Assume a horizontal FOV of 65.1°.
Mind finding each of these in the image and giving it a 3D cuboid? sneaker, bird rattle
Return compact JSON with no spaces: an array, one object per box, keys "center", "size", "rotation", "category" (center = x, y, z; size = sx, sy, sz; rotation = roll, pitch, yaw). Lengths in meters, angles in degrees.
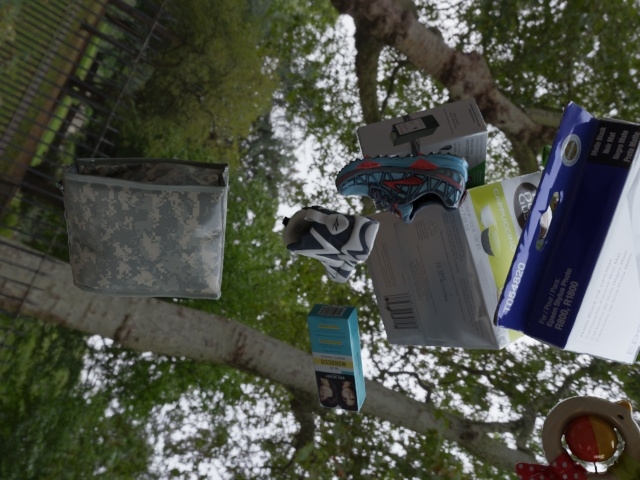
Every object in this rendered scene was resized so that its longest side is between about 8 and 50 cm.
[{"center":[0.145,-0.095,0.957],"size":[0.261,0.104,0.125],"rotation":[-2,-104,26],"category":"sneaker"},{"center":[0.476,0.383,0.887],"size":[0.253,0.143,0.207],"rotation":[-12,-106,27],"category":"bird rattle"},{"center":[0.000,0.000,0.902],"size":[0.235,0.152,0.094],"rotation":[128,-17,-76],"category":"sneaker"}]

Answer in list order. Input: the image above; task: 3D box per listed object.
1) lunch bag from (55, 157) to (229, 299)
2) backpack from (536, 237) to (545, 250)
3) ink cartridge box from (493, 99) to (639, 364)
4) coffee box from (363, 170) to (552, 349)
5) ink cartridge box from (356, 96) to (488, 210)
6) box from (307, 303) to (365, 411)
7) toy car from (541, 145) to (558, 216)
[{"center":[-0.321,-0.026,0.929],"size":[0.169,0.286,0.236],"rotation":[-108,-157,-62],"category":"lunch bag"},{"center":[0.401,0.048,0.855],"size":[0.105,0.084,0.114],"rotation":[-31,-127,-21],"category":"backpack"},{"center":[0.285,0.005,0.500],"size":[0.045,0.223,0.224],"rotation":[21,-86,55],"category":"ink cartridge box"},{"center":[0.350,0.050,1.231],"size":[0.338,0.334,0.338],"rotation":[-15,-90,55],"category":"coffee box"},{"center":[0.251,-0.205,1.245],"size":[0.288,0.211,0.122],"rotation":[-14,-124,8],"category":"ink cartridge box"},{"center":[0.038,0.267,1.138],"size":[0.100,0.245,0.060],"rotation":[1,-158,22],"category":"box"},{"center":[0.533,-0.134,1.101],"size":[0.053,0.225,0.239],"rotation":[-2,-113,35],"category":"toy car"}]
